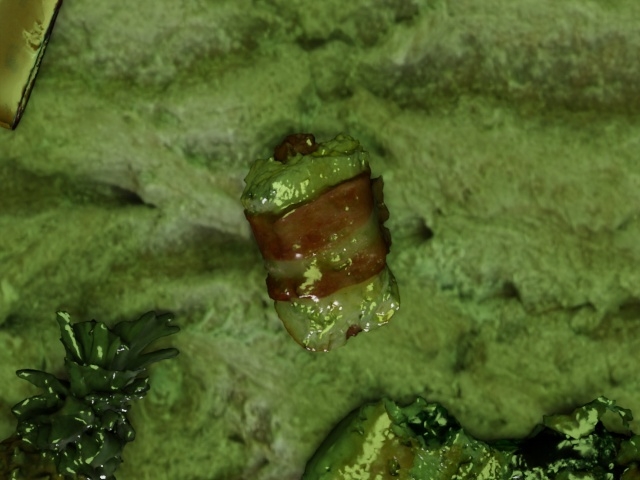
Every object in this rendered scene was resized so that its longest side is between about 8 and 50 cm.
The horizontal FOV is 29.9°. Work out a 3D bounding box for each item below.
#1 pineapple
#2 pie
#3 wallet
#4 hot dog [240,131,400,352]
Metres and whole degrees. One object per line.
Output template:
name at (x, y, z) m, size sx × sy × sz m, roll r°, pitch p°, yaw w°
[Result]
pineapple at (-0.244, 0.206, 1.137) m, size 0.169 × 0.169 × 0.340 m, roll 33°, pitch 83°, yaw -5°
pie at (0.160, 0.292, 1.204) m, size 0.371 × 0.078 × 0.297 m, roll 4°, pitch 97°, yaw -4°
wallet at (-0.331, -0.220, 1.149) m, size 0.161 × 0.042 × 0.195 m, roll 20°, pitch 97°, yaw 0°
hot dog at (0.000, 0.000, 1.159) m, size 0.146 × 0.103 × 0.213 m, roll -15°, pitch 107°, yaw -22°
